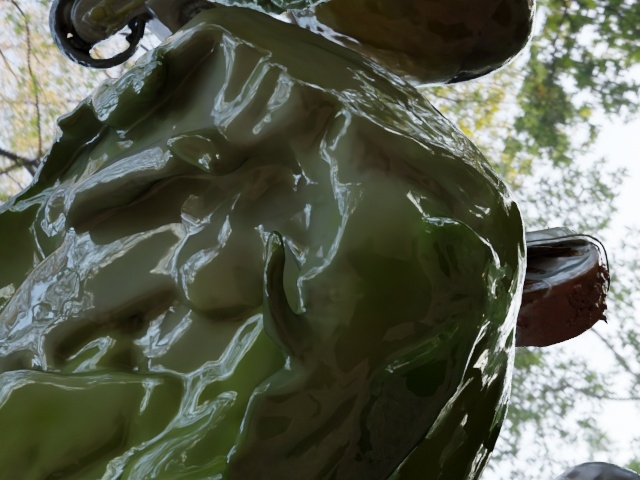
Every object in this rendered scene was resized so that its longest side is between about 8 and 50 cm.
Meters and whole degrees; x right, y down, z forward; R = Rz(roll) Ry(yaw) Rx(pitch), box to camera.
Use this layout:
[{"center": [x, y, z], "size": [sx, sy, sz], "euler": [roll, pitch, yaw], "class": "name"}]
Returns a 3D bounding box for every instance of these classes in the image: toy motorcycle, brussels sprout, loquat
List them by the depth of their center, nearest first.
[{"center": [-0.062, 0.070, 0.485], "size": [0.371, 0.276, 0.315], "euler": [-51, -31, 19], "class": "brussels sprout"}, {"center": [0.081, -0.223, 0.810], "size": [0.227, 0.179, 0.179], "euler": [17, -74, 0], "class": "loquat"}, {"center": [-0.151, -0.325, 0.966], "size": [0.341, 0.108, 0.222], "euler": [-29, -84, -15], "class": "toy motorcycle"}]

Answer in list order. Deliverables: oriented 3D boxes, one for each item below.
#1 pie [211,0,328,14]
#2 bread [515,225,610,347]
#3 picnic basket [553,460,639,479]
[{"center": [-0.043, -0.284, 0.562], "size": [0.303, 0.067, 0.302], "euler": [3, -67, 6], "class": "pie"}, {"center": [0.292, 0.057, 1.276], "size": [0.224, 0.212, 0.142], "euler": [-10, -70, 8], "class": "bread"}, {"center": [0.273, 0.285, 0.610], "size": [0.337, 0.337, 0.293], "euler": [-30, -53, -12], "class": "picnic basket"}]
